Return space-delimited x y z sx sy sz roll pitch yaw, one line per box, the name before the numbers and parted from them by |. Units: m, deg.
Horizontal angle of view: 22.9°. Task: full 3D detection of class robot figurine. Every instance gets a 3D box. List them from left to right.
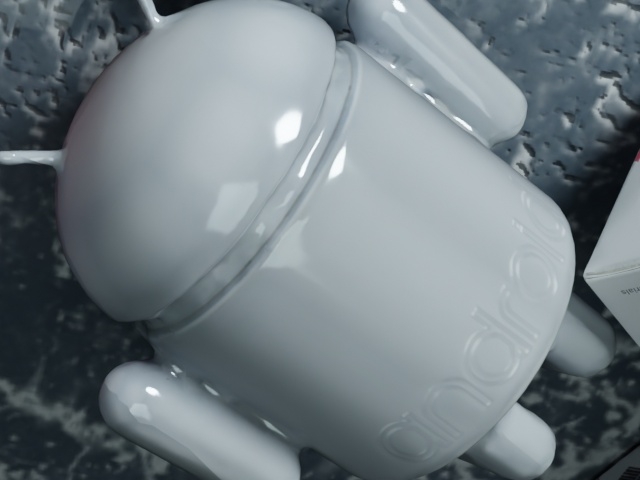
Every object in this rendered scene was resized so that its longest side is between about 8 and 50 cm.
robot figurine | 0.000 0.000 0.887 0.353 0.200 0.300 35 77 -21

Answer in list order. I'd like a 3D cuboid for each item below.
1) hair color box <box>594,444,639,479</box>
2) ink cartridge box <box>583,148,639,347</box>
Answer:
hair color box | 0.162 0.296 1.052 0.339 0.185 0.110 -42 113 11
ink cartridge box | 0.306 0.035 0.940 0.117 0.207 0.283 -17 124 45
